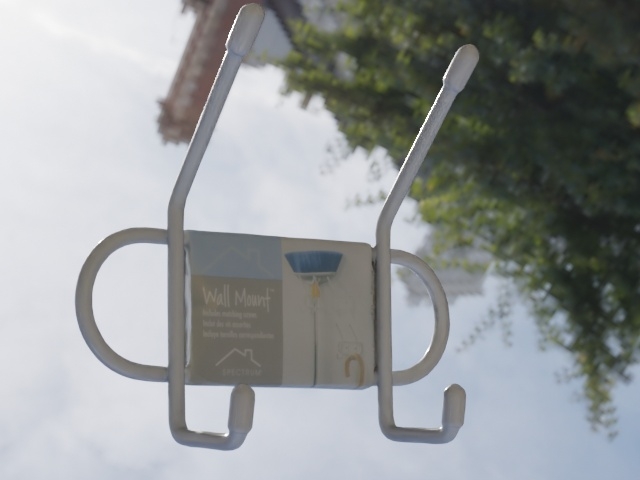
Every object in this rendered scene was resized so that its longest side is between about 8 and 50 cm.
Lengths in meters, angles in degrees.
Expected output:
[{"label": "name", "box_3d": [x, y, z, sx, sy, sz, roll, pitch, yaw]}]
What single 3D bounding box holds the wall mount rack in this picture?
[{"label": "wall mount rack", "box_3d": [0.000, 0.000, 1.102, 0.350, 0.130, 0.304, 5, -98, -38]}]
